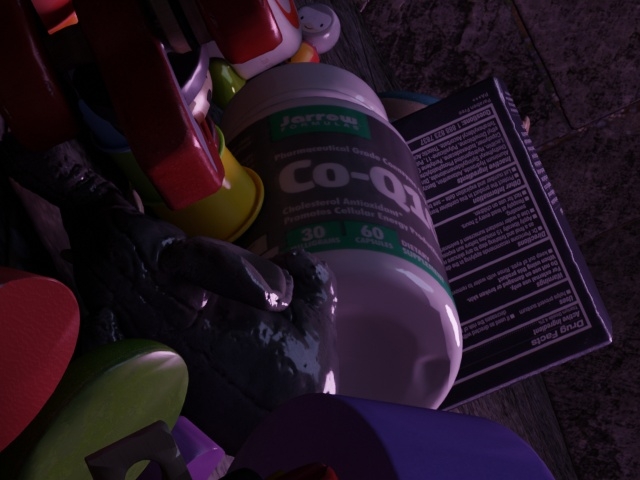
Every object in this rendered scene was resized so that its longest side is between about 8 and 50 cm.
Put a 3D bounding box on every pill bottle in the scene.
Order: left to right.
[{"bbox_3d":[0.000,0.000,1.488,0.204,0.204,0.361,58,12,-34],"label":"pill bottle"}]

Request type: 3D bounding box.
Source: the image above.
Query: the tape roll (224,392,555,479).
[{"bbox_3d":[0.019,0.213,0.786,0.090,0.275,0.274,11,41,-25],"label":"tape roll"}]

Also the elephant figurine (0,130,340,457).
[{"bbox_3d":[-0.100,0.047,1.105,0.239,0.186,0.169,39,59,-46],"label":"elephant figurine"}]

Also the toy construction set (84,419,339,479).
[{"bbox_3d":[-0.120,0.148,0.668,0.309,0.257,0.237,40,-1,-15],"label":"toy construction set"}]

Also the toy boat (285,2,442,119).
[{"bbox_3d":[0.067,-0.170,2.195,0.318,0.267,0.148,38,62,-24],"label":"toy boat"}]

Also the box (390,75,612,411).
[{"bbox_3d":[0.114,0.022,1.761,0.183,0.296,0.294,-17,84,-80],"label":"box"}]

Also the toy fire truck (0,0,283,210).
[{"bbox_3d":[-0.126,-0.153,1.076,0.254,0.169,0.302,60,5,-70],"label":"toy fire truck"}]

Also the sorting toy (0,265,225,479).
[{"bbox_3d":[-0.164,0.070,0.882,0.126,0.127,0.365,37,-4,23],"label":"sorting toy"}]

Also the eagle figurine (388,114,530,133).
[{"bbox_3d":[0.111,-0.065,1.973,0.226,0.298,0.225,-110,-164,-48],"label":"eagle figurine"}]

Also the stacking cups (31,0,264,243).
[{"bbox_3d":[-0.157,-0.115,1.293,0.316,0.096,0.096,53,16,-43],"label":"stacking cups"}]

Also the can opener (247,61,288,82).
[{"bbox_3d":[-0.073,-0.209,2.019,0.059,0.073,0.186,35,22,-56],"label":"can opener"}]

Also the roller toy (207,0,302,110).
[{"bbox_3d":[-0.108,-0.255,1.690,0.209,0.146,0.191,59,11,-28],"label":"roller toy"}]
